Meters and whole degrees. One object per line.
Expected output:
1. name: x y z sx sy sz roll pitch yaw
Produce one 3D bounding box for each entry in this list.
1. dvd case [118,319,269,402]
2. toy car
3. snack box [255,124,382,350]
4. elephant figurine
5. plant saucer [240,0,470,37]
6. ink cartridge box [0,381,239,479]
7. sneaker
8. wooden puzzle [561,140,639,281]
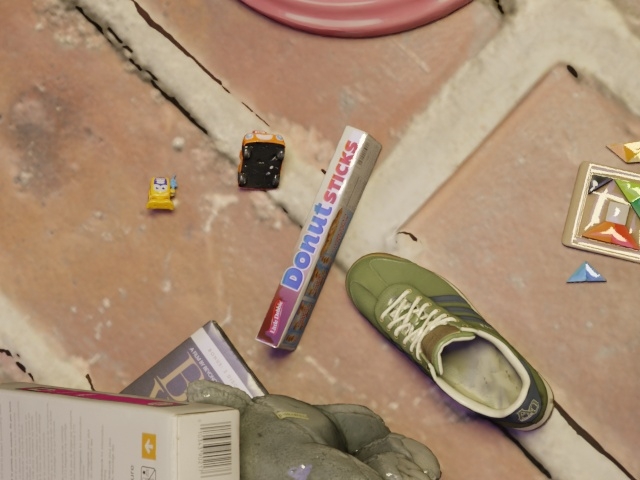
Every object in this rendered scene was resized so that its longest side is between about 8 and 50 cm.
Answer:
1. dvd case: -0.123 0.194 1.414 0.221 0.018 0.164 -38 77 6
2. toy car: -0.085 -0.064 1.415 0.122 0.060 0.040 -8 51 6
3. snack box: 0.000 0.000 1.382 0.022 0.064 0.178 23 90 13
4. elephant figurine: -0.022 0.244 1.313 0.186 0.169 0.239 36 112 36
5. plant saucer: 0.025 -0.329 1.401 0.332 0.084 0.332 -1 84 14
6. ink cartridge box: -0.192 0.200 1.332 0.371 0.069 0.175 0 91 48
7. sneaker: 0.094 0.072 1.341 0.192 0.086 0.064 39 94 14
8. wooden puzzle: 0.225 -0.023 1.358 0.079 0.014 0.116 6 86 14
